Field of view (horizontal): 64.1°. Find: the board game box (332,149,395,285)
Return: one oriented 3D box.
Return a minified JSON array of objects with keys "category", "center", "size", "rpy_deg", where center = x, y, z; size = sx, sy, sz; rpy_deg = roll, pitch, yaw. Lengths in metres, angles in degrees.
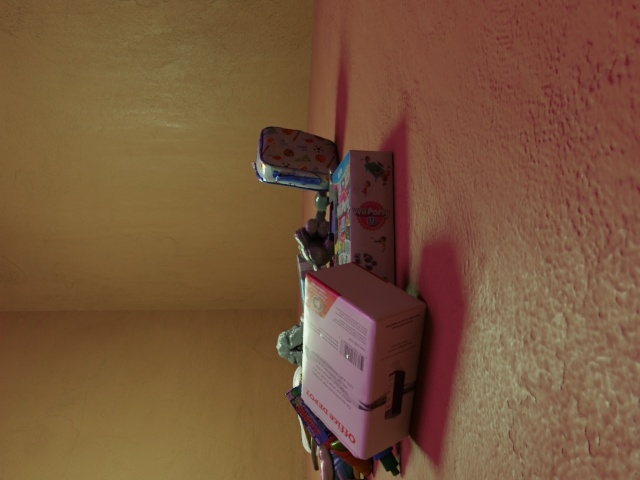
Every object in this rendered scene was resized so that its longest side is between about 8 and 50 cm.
[{"category":"board game box","center":[0.089,-0.018,1.111],"size":[0.224,0.098,0.303],"rpy_deg":[136,135,-80]}]

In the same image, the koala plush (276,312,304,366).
[{"category":"koala plush","center":[-0.057,0.403,2.145],"size":[0.221,0.203,0.196],"rpy_deg":[-40,-68,-61]}]

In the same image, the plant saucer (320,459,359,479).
[{"category":"plant saucer","center":[0.046,0.580,1.567],"size":[0.332,0.081,0.332],"rpy_deg":[105,164,-65]}]

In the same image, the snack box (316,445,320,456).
[{"category":"snack box","center":[0.045,0.529,1.406],"size":[0.037,0.100,0.141],"rpy_deg":[19,-105,-52]}]

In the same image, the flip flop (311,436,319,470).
[{"category":"flip flop","center":[0.014,0.717,1.921],"size":[0.112,0.080,0.277],"rpy_deg":[90,-169,-50]}]

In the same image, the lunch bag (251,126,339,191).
[{"category":"lunch bag","center":[-0.089,-0.281,1.812],"size":[0.115,0.304,0.243],"rpy_deg":[110,162,-47]}]

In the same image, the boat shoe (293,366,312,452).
[{"category":"boat shoe","center":[-0.044,0.704,2.141],"size":[0.156,0.136,0.367],"rpy_deg":[110,156,-73]}]

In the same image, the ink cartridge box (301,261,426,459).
[{"category":"ink cartridge box","center":[0.065,0.203,0.898],"size":[0.197,0.114,0.272],"rpy_deg":[31,124,49]}]

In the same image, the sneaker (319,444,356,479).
[{"category":"sneaker","center":[0.054,0.531,1.333],"size":[0.107,0.110,0.275],"rpy_deg":[33,-132,-75]}]

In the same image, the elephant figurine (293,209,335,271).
[{"category":"elephant figurine","center":[0.000,0.000,1.812],"size":[0.186,0.169,0.239],"rpy_deg":[-47,0,2]}]

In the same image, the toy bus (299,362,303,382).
[{"category":"toy bus","center":[-0.022,0.483,1.844],"size":[0.191,0.104,0.202],"rpy_deg":[66,162,14]}]

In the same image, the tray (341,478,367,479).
[{"category":"tray","center":[0.100,0.719,1.080],"size":[0.411,0.076,0.202],"rpy_deg":[-123,34,-81]}]

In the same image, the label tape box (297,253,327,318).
[{"category":"label tape box","center":[-0.017,0.223,1.918],"size":[0.347,0.115,0.249],"rpy_deg":[-101,6,-68]}]

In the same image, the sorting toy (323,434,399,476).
[{"category":"sorting toy","center":[0.101,0.459,1.109],"size":[0.126,0.127,0.365],"rpy_deg":[58,162,14]}]

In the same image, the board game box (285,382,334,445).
[{"category":"board game box","center":[0.007,0.394,1.226],"size":[0.136,0.035,0.201],"rpy_deg":[54,-163,16]}]

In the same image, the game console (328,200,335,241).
[{"category":"game console","center":[0.065,-0.048,1.474],"size":[0.071,0.107,0.122],"rpy_deg":[-24,-62,-65]}]

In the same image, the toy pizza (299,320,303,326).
[{"category":"toy pizza","center":[-0.039,0.434,2.297],"size":[0.201,0.032,0.201],"rpy_deg":[-12,-90,-67]}]

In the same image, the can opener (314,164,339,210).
[{"category":"can opener","center":[0.026,-0.155,1.691],"size":[0.283,0.095,0.076],"rpy_deg":[88,180,-70]}]

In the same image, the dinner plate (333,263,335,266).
[{"category":"dinner plate","center":[0.051,0.153,1.841],"size":[0.141,0.017,0.141],"rpy_deg":[179,90,-85]}]
